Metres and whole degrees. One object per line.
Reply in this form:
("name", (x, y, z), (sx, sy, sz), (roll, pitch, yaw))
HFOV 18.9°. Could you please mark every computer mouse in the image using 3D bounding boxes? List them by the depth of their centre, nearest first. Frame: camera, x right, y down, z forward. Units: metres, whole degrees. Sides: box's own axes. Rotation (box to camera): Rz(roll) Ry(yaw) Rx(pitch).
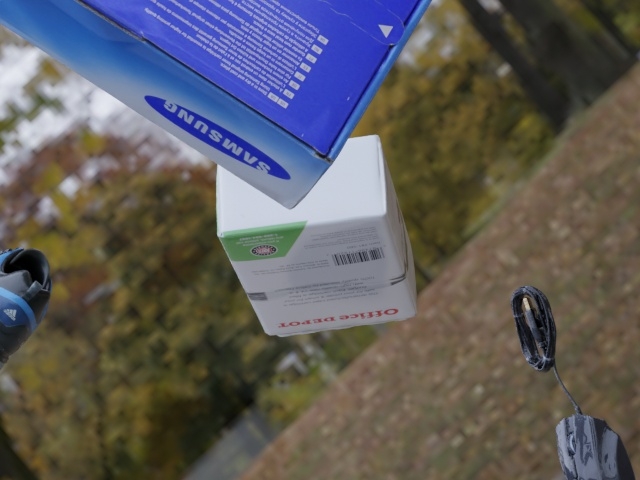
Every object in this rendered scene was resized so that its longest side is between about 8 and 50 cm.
("computer mouse", (0.230, 0.158, 1.811), (0.041, 0.242, 0.071), (-19, -9, -33))

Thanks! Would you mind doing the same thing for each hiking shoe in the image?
("hiking shoe", (-0.371, 0.063, 2.305), (0.132, 0.113, 0.304), (-42, 20, 5))

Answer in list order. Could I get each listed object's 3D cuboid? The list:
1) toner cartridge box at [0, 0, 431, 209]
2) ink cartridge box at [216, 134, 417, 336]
("toner cartridge box", (-0.112, -0.180, 0.969), (0.165, 0.348, 0.075), (-59, 5, -25))
("ink cartridge box", (0.000, 0.000, 1.858), (0.160, 0.093, 0.219), (-7, -28, 7))
